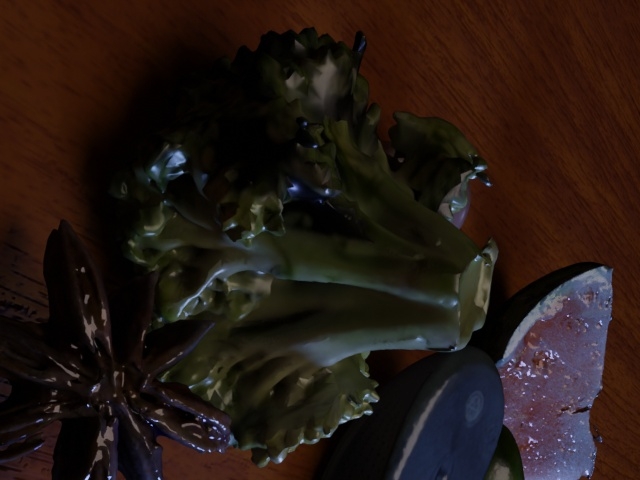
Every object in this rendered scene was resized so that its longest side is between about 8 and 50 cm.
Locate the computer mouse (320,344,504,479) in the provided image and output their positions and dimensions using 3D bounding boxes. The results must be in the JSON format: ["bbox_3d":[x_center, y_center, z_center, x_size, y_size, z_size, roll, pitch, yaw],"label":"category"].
[{"bbox_3d":[0.078,0.280,1.376,0.188,0.122,0.371,42,67,-44],"label":"computer mouse"}]

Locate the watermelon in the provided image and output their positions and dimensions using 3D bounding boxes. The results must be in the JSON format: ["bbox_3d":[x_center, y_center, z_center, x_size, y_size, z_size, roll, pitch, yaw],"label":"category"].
[{"bbox_3d":[0.292,0.160,1.641,0.224,0.180,0.305,-37,134,-59],"label":"watermelon"}]

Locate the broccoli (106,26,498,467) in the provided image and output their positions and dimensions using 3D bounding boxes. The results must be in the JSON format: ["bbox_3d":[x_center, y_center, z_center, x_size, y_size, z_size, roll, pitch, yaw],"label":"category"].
[{"bbox_3d":[-0.005,0.008,0.985,0.293,0.281,0.348,32,71,-59],"label":"broccoli"}]

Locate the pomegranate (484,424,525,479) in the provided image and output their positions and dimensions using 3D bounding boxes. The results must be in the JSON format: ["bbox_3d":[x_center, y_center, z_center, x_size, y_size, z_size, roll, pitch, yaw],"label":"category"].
[{"bbox_3d":[0.182,0.296,1.541,0.191,0.152,0.131,52,16,-57],"label":"pomegranate"}]

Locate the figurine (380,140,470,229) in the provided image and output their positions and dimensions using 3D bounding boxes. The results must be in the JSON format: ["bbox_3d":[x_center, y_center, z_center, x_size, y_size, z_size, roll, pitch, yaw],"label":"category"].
[{"bbox_3d":[0.097,-0.050,1.318,0.138,0.125,0.125,76,35,-62],"label":"figurine"}]

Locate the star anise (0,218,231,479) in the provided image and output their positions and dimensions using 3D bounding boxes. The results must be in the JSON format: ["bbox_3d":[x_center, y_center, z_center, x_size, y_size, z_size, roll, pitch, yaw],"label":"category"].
[{"bbox_3d":[-0.159,0.110,0.882,0.236,0.093,0.229,16,86,-28],"label":"star anise"}]
